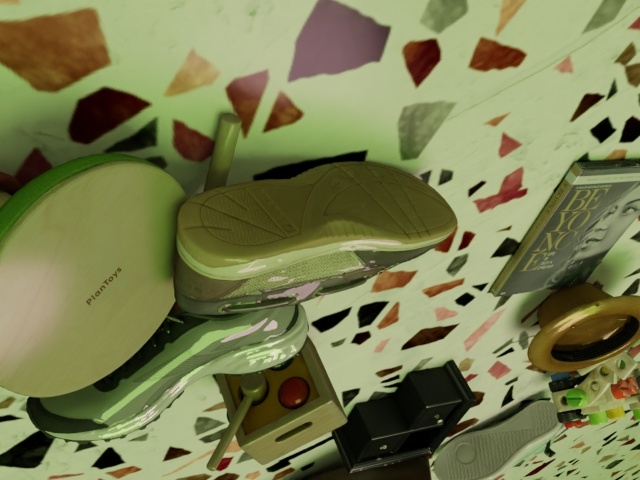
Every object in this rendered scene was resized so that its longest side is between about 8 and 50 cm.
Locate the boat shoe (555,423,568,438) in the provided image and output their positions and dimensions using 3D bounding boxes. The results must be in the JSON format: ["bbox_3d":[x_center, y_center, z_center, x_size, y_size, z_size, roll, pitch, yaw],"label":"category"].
[{"bbox_3d":[0.465,0.389,1.400,0.142,0.049,0.040,-41,142,14],"label":"boat shoe"}]

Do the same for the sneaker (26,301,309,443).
[{"bbox_3d":[-0.147,0.095,0.651,0.271,0.100,0.108,-24,132,-13],"label":"sneaker"}]

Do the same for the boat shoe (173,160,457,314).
[{"bbox_3d":[0.000,0.000,0.592,0.285,0.103,0.092,-12,144,-40],"label":"boat shoe"}]

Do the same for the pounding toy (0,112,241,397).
[{"bbox_3d":[-0.179,-0.003,0.520,0.237,0.110,0.183,-34,143,-44],"label":"pounding toy"}]

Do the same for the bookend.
[{"bbox_3d":[0.121,0.261,1.017,0.156,0.072,0.157,-2,136,-29],"label":"bookend"}]

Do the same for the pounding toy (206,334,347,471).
[{"bbox_3d":[-0.060,0.177,0.758,0.141,0.130,0.100,-27,143,0],"label":"pounding toy"}]

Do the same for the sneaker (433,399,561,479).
[{"bbox_3d":[0.343,0.404,1.306,0.256,0.094,0.151,-27,146,2],"label":"sneaker"}]

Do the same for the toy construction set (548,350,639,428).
[{"bbox_3d":[0.521,0.240,1.172,0.328,0.151,0.215,21,147,-36],"label":"toy construction set"}]

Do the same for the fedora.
[{"bbox_3d":[0.381,0.115,0.998,0.194,0.079,0.194,-10,139,-9],"label":"fedora"}]

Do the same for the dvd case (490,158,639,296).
[{"bbox_3d":[0.328,-0.012,0.865,0.164,0.018,0.221,-5,138,-26],"label":"dvd case"}]

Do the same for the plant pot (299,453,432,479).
[{"bbox_3d":[0.062,0.448,1.107,0.230,0.215,0.215,-3,141,3],"label":"plant pot"}]
